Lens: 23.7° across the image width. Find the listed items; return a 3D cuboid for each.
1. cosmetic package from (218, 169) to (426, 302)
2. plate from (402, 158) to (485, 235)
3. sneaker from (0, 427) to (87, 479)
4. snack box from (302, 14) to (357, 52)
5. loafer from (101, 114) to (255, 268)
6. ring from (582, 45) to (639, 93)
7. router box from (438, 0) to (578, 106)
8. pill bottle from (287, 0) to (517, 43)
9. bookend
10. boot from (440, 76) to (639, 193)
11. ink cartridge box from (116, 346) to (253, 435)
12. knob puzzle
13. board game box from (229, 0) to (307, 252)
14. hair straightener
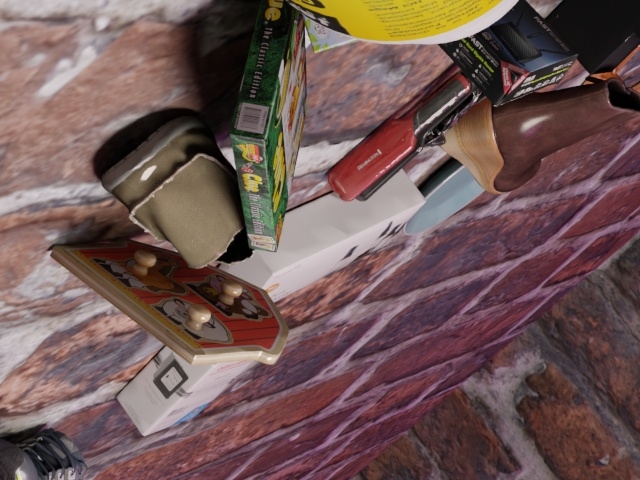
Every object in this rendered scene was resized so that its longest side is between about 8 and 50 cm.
[{"bbox_3d":[0.000,0.000,1.639,0.239,0.060,0.099,-25,161,-39],"label":"cosmetic package"},{"bbox_3d":[0.172,-0.073,1.895,0.188,0.024,0.188,-35,167,-10],"label":"plate"},{"bbox_3d":[-0.315,0.247,1.623,0.121,0.111,0.300,-43,174,-17],"label":"sneaker"},{"bbox_3d":[0.042,-0.168,1.104,0.100,0.037,0.141,-15,-173,7],"label":"snack box"},{"bbox_3d":[-0.097,-0.032,1.245,0.094,0.087,0.251,-39,166,7],"label":"loafer"},{"bbox_3d":[0.458,-0.246,2.020,0.336,0.032,0.336,-35,167,-10],"label":"ring"},{"bbox_3d":[0.147,-0.177,1.299,0.092,0.122,0.038,-24,156,-44],"label":"router box"},{"bbox_3d":[0.028,-0.208,0.782,0.188,0.188,0.334,-39,165,7],"label":"pill bottle"},{"bbox_3d":[0.336,-0.214,1.566,0.156,0.157,0.072,-46,163,30],"label":"bookend"},{"bbox_3d":[0.264,-0.117,1.695,0.207,0.090,0.248,-11,170,26],"label":"boot"},{"bbox_3d":[-0.139,0.142,1.755,0.180,0.060,0.104,-45,163,28],"label":"ink cartridge box"},{"bbox_3d":[-0.102,0.041,1.286,0.213,0.213,0.030,-8,127,-63],"label":"knob puzzle"},{"bbox_3d":[-0.036,-0.092,1.161,0.260,0.030,0.136,89,14,-73],"label":"board game box"},{"bbox_3d":[0.108,-0.125,1.558,0.230,0.047,0.089,-46,164,15],"label":"hair straightener"}]
